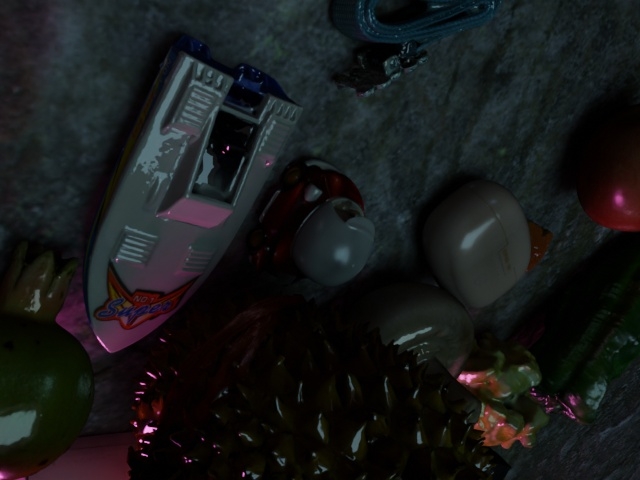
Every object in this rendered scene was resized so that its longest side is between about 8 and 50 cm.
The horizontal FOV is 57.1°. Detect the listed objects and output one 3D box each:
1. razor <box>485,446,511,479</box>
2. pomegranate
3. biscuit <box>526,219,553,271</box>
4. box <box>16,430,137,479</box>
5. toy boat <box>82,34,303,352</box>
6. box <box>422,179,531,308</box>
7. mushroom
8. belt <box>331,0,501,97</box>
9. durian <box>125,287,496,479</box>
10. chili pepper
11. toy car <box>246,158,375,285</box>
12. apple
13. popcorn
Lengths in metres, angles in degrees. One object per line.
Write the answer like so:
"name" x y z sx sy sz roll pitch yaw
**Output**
"razor" 0.259 0.570 1.251 0.326 0.107 0.189 -49 138 6
"pomegranate" -0.263 0.102 0.490 0.159 0.159 0.204 29 78 -46
"biscuit" 0.310 0.014 0.921 0.131 0.019 0.102 9 117 -41
"box" -0.293 0.321 0.676 0.135 0.081 0.198 8 115 -40
"toy boat" -0.131 -0.018 0.523 0.129 0.088 0.295 15 112 -43
"box" 0.213 0.009 0.796 0.146 0.088 0.200 -40 138 -5
"mushroom" 0.122 0.165 0.757 0.208 0.215 0.207 -15 127 -21
"belt" 0.098 -0.208 0.566 0.179 0.065 0.099 -20 122 -22
"durian" -0.027 0.213 0.566 0.348 0.384 0.347 -25 135 -28
"chili pepper" 0.510 0.155 1.083 0.385 0.168 0.213 -47 153 -14
"toy car" 0.000 0.000 0.616 0.139 0.112 0.112 -52 137 8
"apple" 0.455 -0.103 0.831 0.181 0.181 0.168 -30 113 -14
"popcorn" 0.275 0.243 0.979 0.186 0.167 0.187 17 77 -18
